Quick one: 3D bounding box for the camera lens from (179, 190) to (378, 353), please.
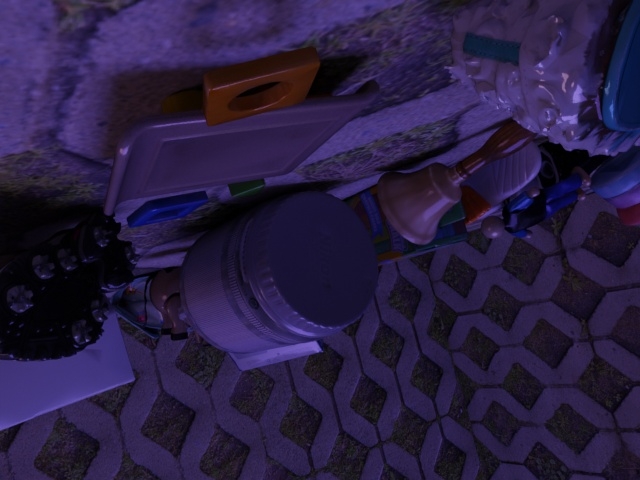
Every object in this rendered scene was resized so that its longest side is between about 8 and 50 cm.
[{"bbox_3d":[-0.074,0.056,0.925,0.220,0.219,0.274,-10,173,-40],"label":"camera lens"}]

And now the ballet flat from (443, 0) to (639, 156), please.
[{"bbox_3d":[0.243,-0.139,0.468,0.409,0.146,0.147,-5,169,-44],"label":"ballet flat"}]

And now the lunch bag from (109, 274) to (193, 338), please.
[{"bbox_3d":[-0.386,0.160,1.488,0.263,0.160,0.223,-2,175,-14],"label":"lunch bag"}]

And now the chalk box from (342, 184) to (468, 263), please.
[{"bbox_3d":[0.156,-0.040,1.032,0.132,0.132,0.213,-11,172,-35],"label":"chalk box"}]

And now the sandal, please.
[{"bbox_3d":[0.293,-0.095,0.999,0.076,0.101,0.265,-11,171,-25],"label":"sandal"}]

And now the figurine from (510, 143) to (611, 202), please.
[{"bbox_3d":[0.474,-0.141,1.136,0.210,0.092,0.215,-18,176,-14],"label":"figurine"}]

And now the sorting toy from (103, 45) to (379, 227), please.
[{"bbox_3d":[-0.074,-0.082,0.473,0.196,0.047,0.348,-17,176,-25],"label":"sorting toy"}]

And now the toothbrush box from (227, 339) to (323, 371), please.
[{"bbox_3d":[-0.111,0.152,1.471,0.217,0.126,0.295,-15,-145,13],"label":"toothbrush box"}]

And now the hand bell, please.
[{"bbox_3d":[0.207,-0.101,0.828,0.126,0.126,0.242,-9,160,-48],"label":"hand bell"}]

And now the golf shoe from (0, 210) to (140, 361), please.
[{"bbox_3d":[-0.277,0.055,0.599,0.120,0.105,0.273,-21,-166,6],"label":"golf shoe"}]

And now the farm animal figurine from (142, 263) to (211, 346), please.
[{"bbox_3d":[-0.209,0.092,1.212,0.330,0.172,0.327,-2,-177,45],"label":"farm animal figurine"}]

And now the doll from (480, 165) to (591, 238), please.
[{"bbox_3d":[0.347,-0.049,0.973,0.189,0.046,0.129,-25,143,-11],"label":"doll"}]

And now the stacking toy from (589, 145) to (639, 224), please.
[{"bbox_3d":[0.573,-0.181,0.924,0.279,0.130,0.309,-45,-178,-36],"label":"stacking toy"}]

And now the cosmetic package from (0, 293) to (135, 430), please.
[{"bbox_3d":[-0.416,0.130,0.756,0.285,0.097,0.377,-16,-166,-25],"label":"cosmetic package"}]
